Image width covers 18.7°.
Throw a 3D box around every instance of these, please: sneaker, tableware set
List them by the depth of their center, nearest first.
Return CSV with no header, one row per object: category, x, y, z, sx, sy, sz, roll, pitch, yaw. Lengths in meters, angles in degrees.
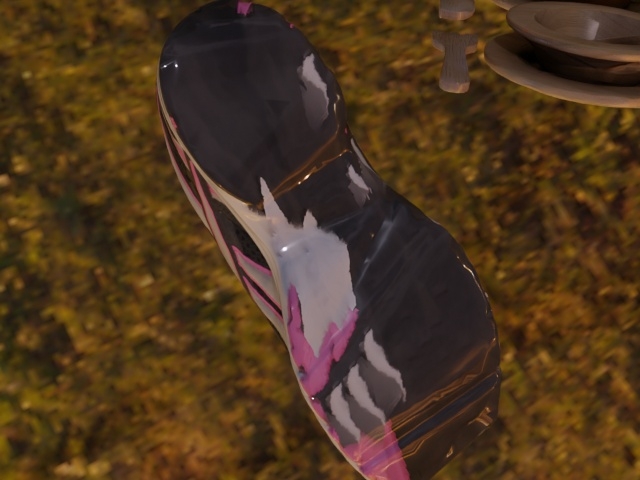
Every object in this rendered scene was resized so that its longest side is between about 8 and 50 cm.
sneaker,0.000,0.000,0.664,0.178,0.072,0.077,65,167,-8
tableware set,0.113,-0.102,0.826,0.128,0.194,0.039,7,112,0
